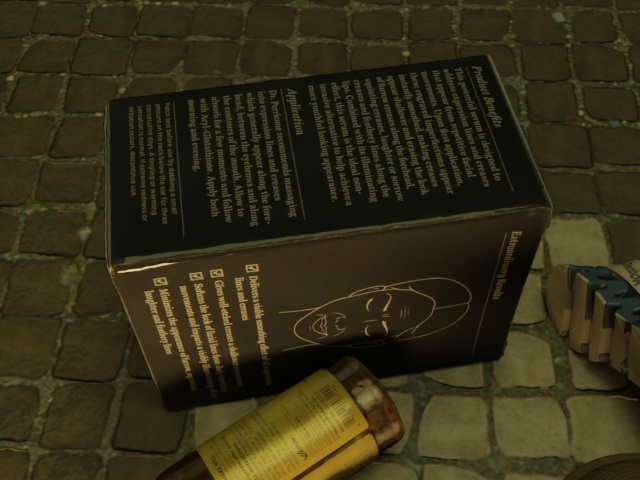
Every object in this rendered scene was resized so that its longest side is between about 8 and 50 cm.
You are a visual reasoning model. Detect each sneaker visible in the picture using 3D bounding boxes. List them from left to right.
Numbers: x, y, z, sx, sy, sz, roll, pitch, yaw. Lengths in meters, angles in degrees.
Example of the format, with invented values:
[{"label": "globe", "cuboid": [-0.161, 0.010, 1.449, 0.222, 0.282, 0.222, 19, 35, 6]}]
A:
[{"label": "sneaker", "cuboid": [0.403, 0.101, 0.882, 0.182, 0.127, 0.315, -17, 38, -16]}]

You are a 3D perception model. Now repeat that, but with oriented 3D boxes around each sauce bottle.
[{"label": "sauce bottle", "cuboid": [-0.085, 0.241, 0.822, 0.344, 0.111, 0.111, -29, 59, -15]}]

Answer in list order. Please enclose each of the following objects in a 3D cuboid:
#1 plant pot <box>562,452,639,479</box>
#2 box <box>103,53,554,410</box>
[{"label": "plant pot", "cuboid": [0.322, 0.301, 0.776, 0.238, 0.109, 0.237, 0, 55, 0]}, {"label": "box", "cuboid": [0.000, 0.000, 0.885, 0.396, 0.293, 0.211, -7, 55, -5]}]
